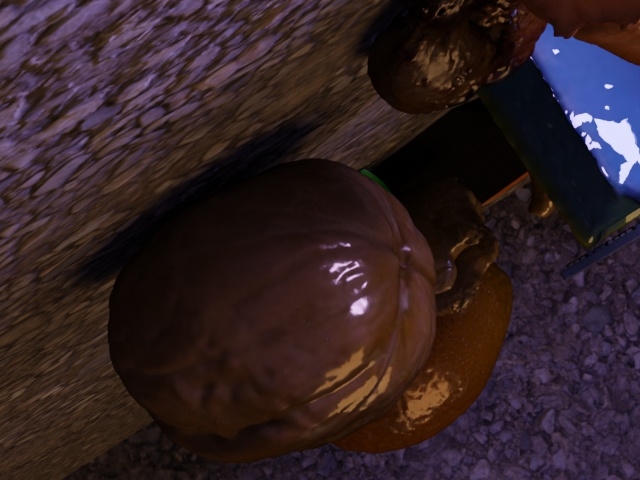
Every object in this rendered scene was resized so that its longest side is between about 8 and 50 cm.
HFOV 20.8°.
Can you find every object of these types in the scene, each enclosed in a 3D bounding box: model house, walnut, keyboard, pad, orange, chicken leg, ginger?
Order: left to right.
[{"bbox_3d":[-0.045,0.070,1.572,0.313,0.252,0.277,-25,179,29],"label":"walnut"},{"bbox_3d":[0.081,0.088,2.186,0.166,0.236,0.375,-3,138,-37],"label":"ginger"},{"bbox_3d":[0.103,0.122,2.487,0.357,0.322,0.322,-38,175,-7],"label":"orange"},{"bbox_3d":[0.189,-0.101,2.253,0.247,0.007,0.367,-37,160,35],"label":"pad"},{"bbox_3d":[0.119,-0.171,1.382,0.177,0.083,0.322,-48,169,34],"label":"chicken leg"},{"bbox_3d":[0.299,-0.129,1.858,0.215,0.237,0.303,-32,174,-22],"label":"model house"},{"bbox_3d":[0.337,-0.009,1.869,0.176,0.014,0.055,-32,177,18],"label":"keyboard"}]

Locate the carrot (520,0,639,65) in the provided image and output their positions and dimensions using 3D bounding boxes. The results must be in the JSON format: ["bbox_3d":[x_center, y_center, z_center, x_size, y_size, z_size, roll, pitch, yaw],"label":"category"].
[{"bbox_3d":[0.219,-0.196,1.198,0.196,0.196,0.254,-37,167,32],"label":"carrot"}]

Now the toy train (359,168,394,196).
[{"bbox_3d":[0.000,0.000,2.122,0.119,0.085,0.251,-44,-179,-25],"label":"toy train"}]

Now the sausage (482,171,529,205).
[{"bbox_3d":[0.269,-0.129,2.445,0.312,0.093,0.093,-37,173,35],"label":"sausage"}]

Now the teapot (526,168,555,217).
[{"bbox_3d":[0.342,-0.158,2.077,0.311,0.167,0.203,-50,165,15],"label":"teapot"}]
